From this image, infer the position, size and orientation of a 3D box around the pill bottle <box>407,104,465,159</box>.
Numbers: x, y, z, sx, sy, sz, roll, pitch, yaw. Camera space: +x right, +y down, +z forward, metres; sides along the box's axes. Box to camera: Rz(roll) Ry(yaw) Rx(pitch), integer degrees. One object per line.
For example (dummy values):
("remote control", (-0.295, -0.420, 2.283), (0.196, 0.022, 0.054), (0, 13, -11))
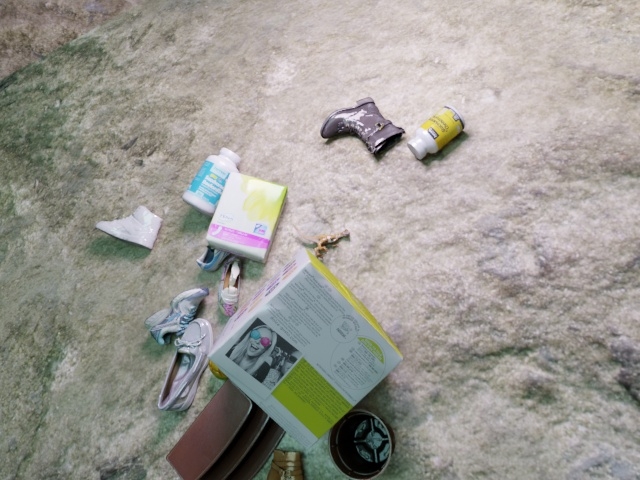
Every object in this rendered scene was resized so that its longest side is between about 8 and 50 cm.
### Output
("pill bottle", (0.389, -0.362, 1.415), (0.184, 0.103, 0.103), (-40, 61, 3))

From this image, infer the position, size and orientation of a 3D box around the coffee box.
("coffee box", (-0.039, 0.259, 1.132), (0.334, 0.337, 0.338), (-44, 96, 0))

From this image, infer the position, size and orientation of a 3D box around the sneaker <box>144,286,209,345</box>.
("sneaker", (-0.504, 0.278, 1.531), (0.283, 0.110, 0.122), (-38, 73, 12))

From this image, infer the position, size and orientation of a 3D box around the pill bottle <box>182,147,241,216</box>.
("pill bottle", (-0.422, -0.236, 1.663), (0.146, 0.146, 0.263), (25, 81, 28))

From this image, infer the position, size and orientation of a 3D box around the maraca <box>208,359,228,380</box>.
("maraca", (-0.297, 0.386, 1.386), (0.186, 0.099, 0.127), (-38, 74, 16))

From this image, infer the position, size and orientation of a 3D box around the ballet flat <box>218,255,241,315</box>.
("ballet flat", (-0.321, 0.157, 1.500), (0.079, 0.077, 0.221), (-39, 45, 54))

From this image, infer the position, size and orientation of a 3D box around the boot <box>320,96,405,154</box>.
("boot", (0.149, -0.398, 1.532), (0.263, 0.091, 0.228), (-31, 61, 6))

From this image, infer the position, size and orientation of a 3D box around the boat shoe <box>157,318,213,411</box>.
("boat shoe", (-0.466, 0.425, 1.441), (0.118, 0.103, 0.319), (11, 74, 25))

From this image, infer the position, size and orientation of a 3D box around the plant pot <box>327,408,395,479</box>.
("plant pot", (0.124, 0.543, 1.124), (0.167, 0.165, 0.166), (-7, 67, 18))

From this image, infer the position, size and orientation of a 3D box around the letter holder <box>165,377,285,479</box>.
("letter holder", (-0.270, 0.607, 1.266), (0.215, 0.152, 0.301), (36, 86, 27))

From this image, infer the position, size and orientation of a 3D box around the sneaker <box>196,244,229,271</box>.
("sneaker", (-0.372, 0.016, 1.579), (0.085, 0.086, 0.237), (35, 84, 31))

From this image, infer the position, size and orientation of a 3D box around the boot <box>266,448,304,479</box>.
("boot", (-0.066, 0.690, 1.197), (0.198, 0.073, 0.152), (0, 65, 19))

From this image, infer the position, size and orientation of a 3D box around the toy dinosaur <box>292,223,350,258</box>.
("toy dinosaur", (0.000, 0.000, 1.460), (0.212, 0.064, 0.112), (0, 51, 12))

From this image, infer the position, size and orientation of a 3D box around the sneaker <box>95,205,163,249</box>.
("sneaker", (-0.807, -0.075, 1.784), (0.293, 0.108, 0.169), (15, 74, 16))

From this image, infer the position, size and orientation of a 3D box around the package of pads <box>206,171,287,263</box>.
("package of pads", (-0.269, -0.088, 1.531), (0.230, 0.101, 0.296), (17, 74, 3))
